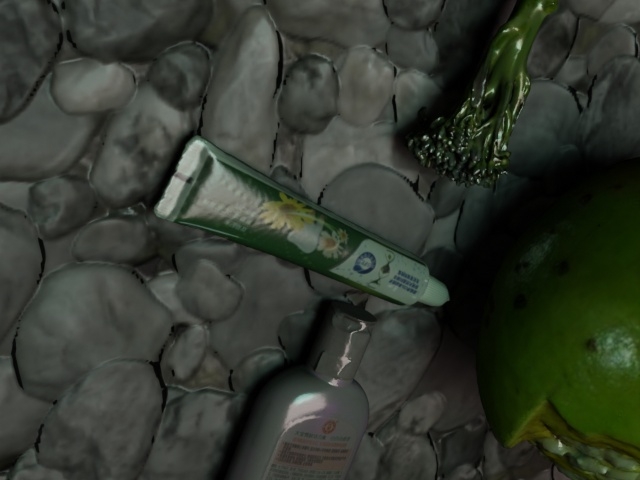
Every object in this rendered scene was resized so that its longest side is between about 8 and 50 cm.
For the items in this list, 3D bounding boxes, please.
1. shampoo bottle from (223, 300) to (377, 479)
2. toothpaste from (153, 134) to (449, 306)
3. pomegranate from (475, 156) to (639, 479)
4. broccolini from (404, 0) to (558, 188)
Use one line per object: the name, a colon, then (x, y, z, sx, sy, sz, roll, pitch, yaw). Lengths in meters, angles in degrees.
shampoo bottle: (-0.010, 0.117, 0.660, 0.080, 0.040, 0.165, 14, 103, -32)
toothpaste: (0.000, 0.000, 0.621, 0.204, 0.031, 0.049, 24, 96, -33)
pomegranate: (0.228, 0.091, 0.631, 0.236, 0.302, 0.236, -21, 146, -15)
broccolini: (0.123, -0.130, 0.626, 0.058, 0.067, 0.216, 31, 85, -38)
